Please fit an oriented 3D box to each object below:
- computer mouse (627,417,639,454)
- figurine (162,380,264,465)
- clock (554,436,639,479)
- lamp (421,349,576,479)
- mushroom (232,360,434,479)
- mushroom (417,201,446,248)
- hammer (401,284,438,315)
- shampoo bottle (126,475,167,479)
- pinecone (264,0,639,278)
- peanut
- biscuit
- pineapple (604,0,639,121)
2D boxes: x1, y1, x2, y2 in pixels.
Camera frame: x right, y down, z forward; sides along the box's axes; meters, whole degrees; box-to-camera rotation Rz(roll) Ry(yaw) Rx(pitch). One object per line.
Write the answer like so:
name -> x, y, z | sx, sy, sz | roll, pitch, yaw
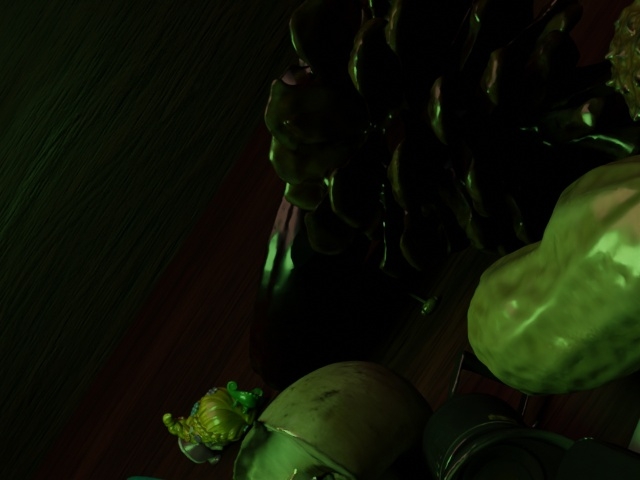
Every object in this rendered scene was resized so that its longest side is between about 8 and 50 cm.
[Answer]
computer mouse -> 0.261, 0.157, 0.816 | 0.231, 0.079, 0.128 | -59, 17, 4
figurine -> -0.163, 0.262, 1.776 | 0.156, 0.115, 0.094 | -43, 31, 34
clock -> 0.191, 0.276, 0.731 | 0.279, 0.049, 0.273 | -172, 99, -71
lamp -> 0.143, 0.205, 0.995 | 0.227, 0.147, 0.172 | -128, 59, -81
mushroom -> 0.044, 0.225, 1.146 | 0.189, 0.195, 0.253 | -46, -30, -34
mushroom -> 0.144, -0.027, 1.510 | 0.127, 0.087, 0.127 | 22, -90, -86
hammer -> 0.122, 0.072, 1.484 | 0.029, 0.014, 0.123 | -49, 14, -2
shampoo bottle -> -0.074, 0.401, 0.876 | 0.331, 0.331, 0.342 | -23, 38, 63
pinecone -> 0.155, -0.126, 1.218 | 0.384, 0.384, 0.384 | -50, 18, 23
peanut -> 0.221, 0.028, 0.883 | 0.313, 0.152, 0.152 | -45, 20, 54
biscuit -> 0.000, 0.000, 1.532 | 0.407, 0.091, 0.407 | 18, -90, -82
pineapple -> 0.351, -0.108, 0.964 | 0.170, 0.141, 0.310 | -28, 35, 10
